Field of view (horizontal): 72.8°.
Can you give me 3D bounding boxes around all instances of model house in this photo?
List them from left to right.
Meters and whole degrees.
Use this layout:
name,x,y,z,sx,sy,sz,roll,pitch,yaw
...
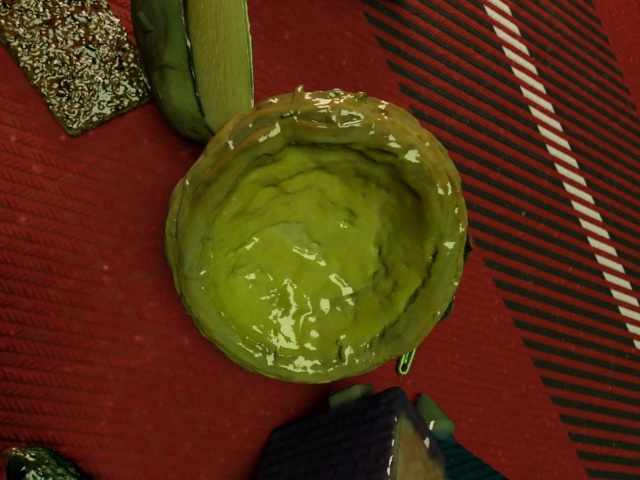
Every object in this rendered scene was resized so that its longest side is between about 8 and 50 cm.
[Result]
name,x,y,z,sx,sy,sz,roll,pitch,yaw
model house,0.084,0.327,0.530,0.312,0.245,0.279,19,46,-48

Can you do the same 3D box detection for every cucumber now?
name,x,y,z,sx,sy,sz,roll,pitch,yaw
cucumber,-0.224,0.319,0.457,0.068,0.068,0.293,-40,100,-23

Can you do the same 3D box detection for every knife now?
name,x,y,z,sx,sy,sz,roll,pitch,yaw
knife,0.155,0.121,0.677,0.022,0.026,0.184,18,76,18

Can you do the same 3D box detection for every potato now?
name,x,y,z,sx,sy,sz,roll,pitch,yaw
potato,-0.158,-0.235,0.506,0.111,0.160,0.271,1,102,17

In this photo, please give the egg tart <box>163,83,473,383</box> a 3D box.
name,x,y,z,sx,sy,sz,roll,pitch,yaw
egg tart,0.000,0.000,0.503,0.346,0.132,0.344,0,114,-1

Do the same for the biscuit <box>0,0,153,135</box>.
name,x,y,z,sx,sy,sz,roll,pitch,yaw
biscuit,-0.300,-0.247,0.500,0.131,0.025,0.230,-38,101,-24
